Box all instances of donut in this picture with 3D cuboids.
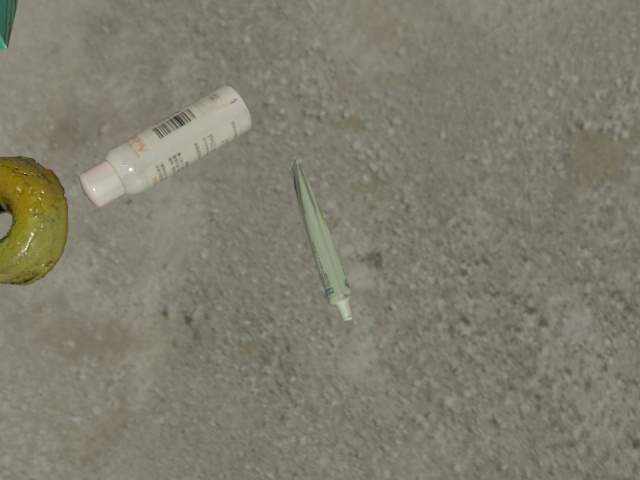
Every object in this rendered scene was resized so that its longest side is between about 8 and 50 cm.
[{"bbox_3d":[-0.600,-0.038,1.745,0.272,0.107,0.271,-2,84,21],"label":"donut"}]

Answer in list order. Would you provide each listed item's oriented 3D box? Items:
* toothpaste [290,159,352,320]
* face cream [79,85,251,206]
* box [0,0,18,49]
[{"bbox_3d":[0.000,0.000,1.091,0.029,0.048,0.197,-15,74,-13],"label":"toothpaste"},{"bbox_3d":[-0.231,-0.136,1.404,0.269,0.082,0.082,-33,54,-20],"label":"face cream"},{"bbox_3d":[-0.745,-0.560,2.115,0.042,0.226,0.160,0,62,5],"label":"box"}]
